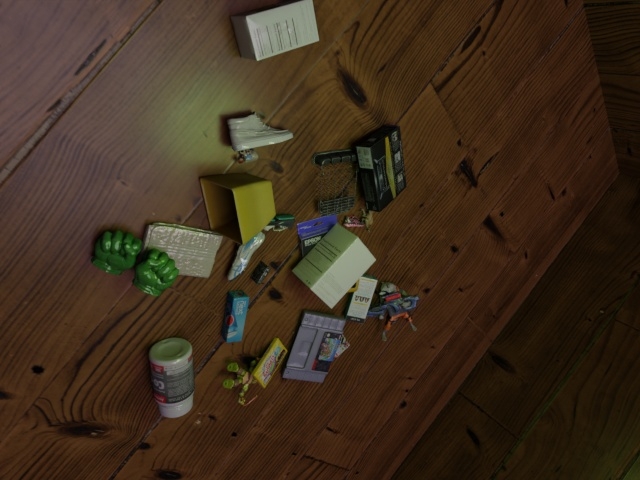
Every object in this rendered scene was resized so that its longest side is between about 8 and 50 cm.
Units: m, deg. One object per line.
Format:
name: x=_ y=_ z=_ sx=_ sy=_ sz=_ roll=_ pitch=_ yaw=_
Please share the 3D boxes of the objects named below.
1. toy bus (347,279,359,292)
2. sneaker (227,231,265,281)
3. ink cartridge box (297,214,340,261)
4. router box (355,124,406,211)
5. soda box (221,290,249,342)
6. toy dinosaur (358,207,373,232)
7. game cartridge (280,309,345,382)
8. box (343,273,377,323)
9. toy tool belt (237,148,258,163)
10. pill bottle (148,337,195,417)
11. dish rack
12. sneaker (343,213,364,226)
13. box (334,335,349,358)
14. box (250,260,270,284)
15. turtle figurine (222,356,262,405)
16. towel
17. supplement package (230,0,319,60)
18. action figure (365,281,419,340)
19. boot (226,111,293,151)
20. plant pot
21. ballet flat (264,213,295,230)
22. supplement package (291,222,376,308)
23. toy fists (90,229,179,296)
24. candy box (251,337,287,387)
toy bus: x=0.087 y=0.200 z=2.058 sx=0.202 sy=0.104 sz=0.191 roll=-45 pitch=129 yaw=-10
sneaker: x=-0.312 y=0.055 z=1.737 sx=0.086 sy=0.085 sz=0.237 roll=31 pitch=96 yaw=-14
ink cartridge box: x=0.000 y=0.000 z=1.943 sx=0.206 sy=0.045 sz=0.208 roll=-18 pitch=120 yaw=-26
router box: x=0.273 y=-0.317 z=1.916 sx=0.243 sy=0.081 sz=0.309 roll=-41 pitch=131 yaw=-37
soda box: x=-0.359 y=0.319 z=1.827 sx=0.071 sy=0.067 sz=0.210 roll=0 pitch=110 yaw=-35
toy dinosaur: x=0.225 y=-0.121 z=2.039 sx=0.092 sy=0.053 sz=0.183 roll=47 pitch=53 yaw=-33
game cartridge: x=-0.032 y=0.520 z=2.119 sx=0.230 sy=0.068 sz=0.355 roll=15 pitch=103 yaw=-17
box: x=0.199 y=0.289 z=2.184 sx=0.100 sy=0.060 sz=0.244 roll=13 pitch=105 yaw=-10
toy tool belt: x=-0.273 y=-0.316 z=1.608 sx=0.083 sy=0.052 sz=0.051 roll=-19 pitch=83 yaw=-31
pill bottle: x=-0.580 y=0.543 z=1.716 sx=0.161 sy=0.161 sz=0.283 roll=-11 pitch=117 yaw=-31
dish rack: x=0.066 y=-0.242 z=1.861 sx=0.208 sy=0.074 sz=0.272 roll=-13 pitch=120 yaw=-28
sneaker: x=0.158 y=-0.093 z=2.014 sx=0.119 sy=0.047 sz=0.057 roll=-3 pitch=101 yaw=-35
box: x=0.063 y=0.509 z=2.231 sx=0.114 sy=0.036 sz=0.207 roll=-41 pitch=129 yaw=-11
box: x=-0.251 y=0.135 z=1.816 sx=0.018 sy=0.067 sz=0.083 roll=32 pitch=91 yaw=-40
turtle figurine: x=-0.339 y=0.602 z=1.961 sx=0.217 sy=0.087 sz=0.270 roll=39 pitch=74 yaw=-55
towel: x=-0.515 y=0.039 z=1.600 sx=0.282 sy=0.049 sz=0.187 roll=12 pitch=106 yaw=-37
supplement package: x=-0.150 y=-0.702 z=1.446 sx=0.244 sy=0.139 sz=0.134 roll=-28 pitch=126 yaw=-22
action figure: x=0.353 y=0.368 z=2.329 sx=0.341 sy=0.178 sz=0.330 roll=-10 pitch=114 yaw=2
boot: x=-0.214 y=-0.405 z=1.574 sx=0.258 sy=0.095 sz=0.124 roll=-23 pitch=108 yaw=-39
plant pot: x=-0.284 y=-0.138 z=1.587 sx=0.187 sy=0.212 sz=0.212 roll=-28 pitch=126 yaw=-36
ballet flat: x=-0.193 y=-0.071 z=1.760 sx=0.203 sy=0.074 sz=0.074 roll=1 pitch=111 yaw=-39
supplement package: x=0.059 y=0.108 z=1.891 sx=0.293 sy=0.175 sz=0.177 roll=-46 pitch=129 yaw=-6
toy fists: x=-0.617 y=0.072 z=1.466 sx=0.279 sy=0.096 sz=0.142 roll=33 pitch=95 yaw=-18
candy box: x=-0.232 y=0.559 z=1.999 sx=0.206 sy=0.027 sz=0.105 roll=-56 pitch=131 yaw=-35
